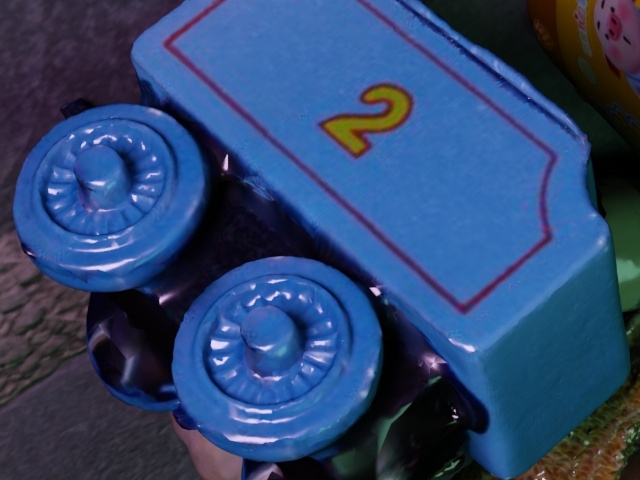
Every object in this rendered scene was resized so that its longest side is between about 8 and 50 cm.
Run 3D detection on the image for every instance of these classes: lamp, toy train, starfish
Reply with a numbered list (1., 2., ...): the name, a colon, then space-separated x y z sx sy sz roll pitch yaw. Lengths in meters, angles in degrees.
1. lamp: 0.226 -0.001 1.444 0.250 0.101 0.101 -14 138 -27
2. toy train: 0.000 0.000 1.065 0.265 0.300 0.188 -40 147 -13
3. starfish: 0.181 0.091 1.207 0.293 0.084 0.301 -46 174 34

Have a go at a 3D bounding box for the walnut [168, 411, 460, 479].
1. walnut: 0.008 0.079 1.248 0.224 0.224 0.224 -25 143 -21

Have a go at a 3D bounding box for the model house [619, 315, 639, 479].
1. model house: 0.209 0.144 1.530 0.294 0.154 0.207 132 -32 -87

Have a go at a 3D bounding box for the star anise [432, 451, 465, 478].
1. star anise: 0.089 0.117 1.459 0.231 0.089 0.209 -30 157 -13

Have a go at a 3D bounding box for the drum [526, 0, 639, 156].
1. drum: 0.351 -0.195 1.248 0.431 0.214 0.431 -25 142 -21
